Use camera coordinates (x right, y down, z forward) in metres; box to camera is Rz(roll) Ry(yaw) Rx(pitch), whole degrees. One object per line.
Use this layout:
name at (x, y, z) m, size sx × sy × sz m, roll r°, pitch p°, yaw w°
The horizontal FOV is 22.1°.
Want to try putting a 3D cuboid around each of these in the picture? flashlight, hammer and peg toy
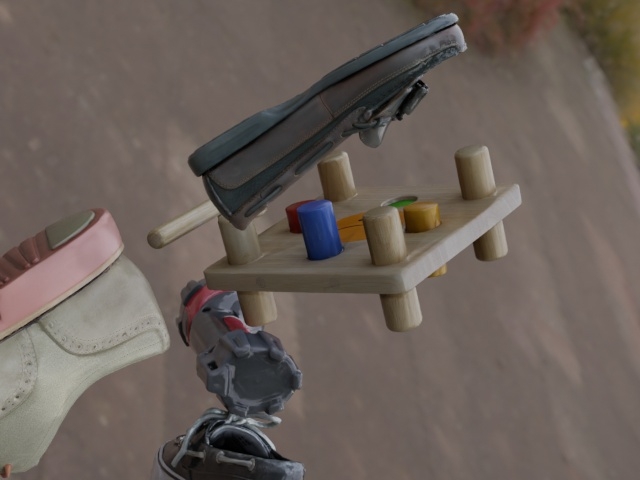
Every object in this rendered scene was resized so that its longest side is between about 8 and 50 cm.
flashlight at (-0.085, 0.110, 1.734) m, size 0.103 × 0.103 × 0.304 m, roll 45°, pitch -3°, yaw -18°
hammer and peg toy at (0.000, 0.000, 1.736) m, size 0.266 × 0.361 × 0.127 m, roll -35°, pitch 117°, yaw -49°

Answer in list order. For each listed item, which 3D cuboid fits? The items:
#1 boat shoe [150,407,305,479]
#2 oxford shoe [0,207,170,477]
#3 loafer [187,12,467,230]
boat shoe at (-0.091, 0.220, 1.626) m, size 0.113 × 0.105 × 0.306 m, roll 7°, pitch 3°, yaw -17°
oxford shoe at (-0.287, 0.142, 1.245) m, size 0.146 × 0.397 × 0.140 m, roll 58°, pitch -13°, yaw -17°
loafer at (0.016, -0.101, 1.411) m, size 0.084 × 0.267 × 0.096 m, roll 62°, pitch 15°, yaw -2°
